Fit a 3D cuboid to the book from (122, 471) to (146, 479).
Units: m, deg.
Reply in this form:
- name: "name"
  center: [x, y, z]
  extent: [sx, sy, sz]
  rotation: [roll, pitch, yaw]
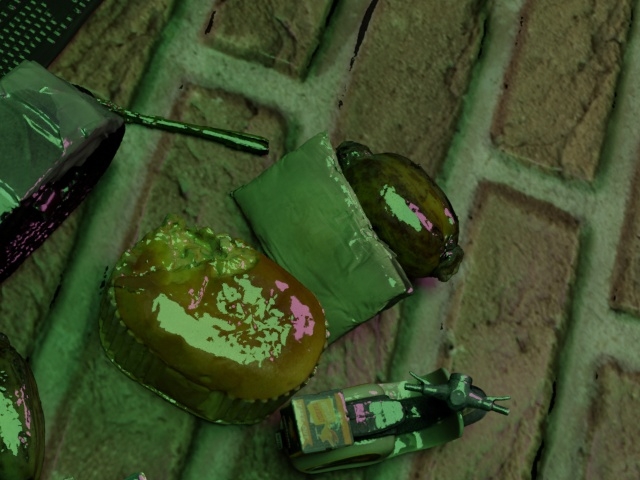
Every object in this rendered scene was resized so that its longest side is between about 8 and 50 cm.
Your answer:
- name: "book"
  center: [-0.273, 0.431, 1.396]
  extent: [0.379, 0.031, 0.264]
  rotation: [-29, 88, -26]

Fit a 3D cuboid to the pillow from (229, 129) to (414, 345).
- name: "pillow"
  center: [0.000, 0.000, 1.664]
  extent: [0.148, 0.050, 0.230]
  rotation: [-34, 71, 18]

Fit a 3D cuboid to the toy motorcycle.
- name: "toy motorcycle"
  center: [0.078, 0.193, 1.568]
  extent: [0.263, 0.157, 0.091]
  rotation: [-8, 77, -20]

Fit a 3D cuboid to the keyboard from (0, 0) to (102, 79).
- name: "keyboard"
  center: [-0.374, -0.226, 1.700]
  extent: [0.103, 0.041, 0.381]
  rotation: [32, 60, 0]

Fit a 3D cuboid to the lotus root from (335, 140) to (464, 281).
- name: "lotus root"
  center: [0.086, -0.034, 1.707]
  extent: [0.120, 0.120, 0.209]
  rotation: [-36, 80, -28]

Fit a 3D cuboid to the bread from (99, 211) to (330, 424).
- name: "bread"
  center: [-0.117, 0.089, 1.577]
  extent: [0.250, 0.133, 0.179]
  rotation: [31, 64, 1]

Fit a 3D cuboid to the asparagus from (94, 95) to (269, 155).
- name: "asparagus"
  center: [-0.174, -0.140, 1.732]
  extent: [0.232, 0.022, 0.023]
  rotation: [13, 106, -13]

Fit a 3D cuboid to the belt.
- name: "belt"
  center: [-0.351, -0.078, 1.559]
  extent: [0.164, 0.184, 0.289]
  rotation: [35, 55, 7]

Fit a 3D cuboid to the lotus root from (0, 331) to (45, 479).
- name: "lotus root"
  center: [-0.334, 0.179, 1.489]
  extent: [0.080, 0.089, 0.179]
  rotation: [-17, 67, 2]

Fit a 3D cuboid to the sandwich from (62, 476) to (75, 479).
- name: "sandwich"
  center: [-0.286, 0.289, 1.480]
  extent: [0.104, 0.036, 0.093]
  rotation: [13, 63, -9]
